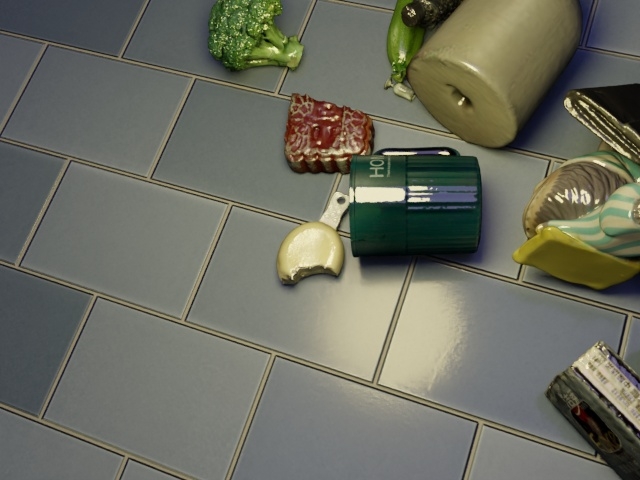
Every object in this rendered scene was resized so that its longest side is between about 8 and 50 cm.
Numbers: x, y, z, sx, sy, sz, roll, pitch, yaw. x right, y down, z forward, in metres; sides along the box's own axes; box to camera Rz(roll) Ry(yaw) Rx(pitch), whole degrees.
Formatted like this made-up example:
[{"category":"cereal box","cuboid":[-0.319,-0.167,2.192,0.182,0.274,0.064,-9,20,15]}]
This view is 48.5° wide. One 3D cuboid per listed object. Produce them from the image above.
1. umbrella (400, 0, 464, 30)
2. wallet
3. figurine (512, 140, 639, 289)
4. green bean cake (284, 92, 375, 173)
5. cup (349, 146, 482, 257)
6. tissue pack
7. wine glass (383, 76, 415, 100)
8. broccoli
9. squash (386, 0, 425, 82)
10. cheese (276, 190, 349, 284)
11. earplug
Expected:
[{"category":"umbrella","cuboid":[0.319,-0.611,1.842,0.154,0.128,0.337,52,55,-19]},{"category":"wallet","cuboid":[0.713,-0.270,1.589,0.406,0.062,0.228,-17,55,-46]},{"category":"figurine","cuboid":[0.615,-0.120,1.534,0.266,0.361,0.378,24,66,-22]},{"category":"green bean cake","cuboid":[0.023,-0.273,1.823,0.232,0.097,0.199,5,70,12]},{"category":"cup","cuboid":[0.224,-0.088,1.675,0.292,0.308,0.242,0,102,9]},{"category":"tissue pack","cuboid":[0.620,0.383,1.396,0.122,0.259,0.361,-37,69,-12]},{"category":"wine glass","cuboid":[0.210,-0.396,1.869,0.083,0.042,0.039,33,107,17]},{"category":"broccoli","cuboid":[-0.169,-0.553,1.899,0.270,0.270,0.270,28,74,-13]},{"category":"squash","cuboid":[0.239,-0.588,1.905,0.101,0.101,0.379,9,70,12]},{"category":"cheese","cuboid":[-0.017,-0.009,1.745,0.163,0.071,0.249,5,71,10]},{"category":"earplug","cuboid":[0.441,-0.469,1.716,0.312,0.313,0.394,34,76,19]}]
